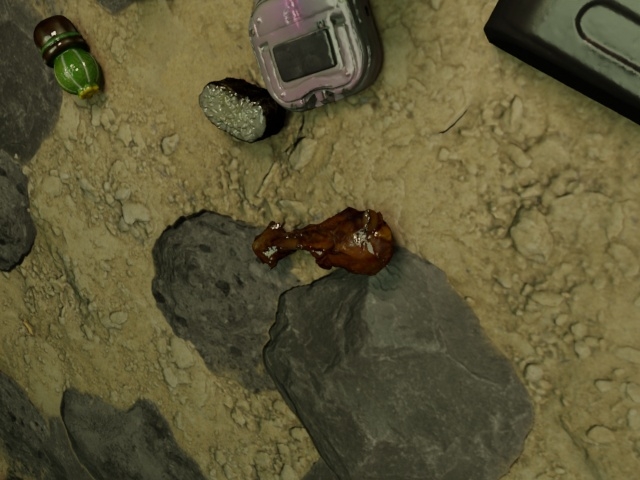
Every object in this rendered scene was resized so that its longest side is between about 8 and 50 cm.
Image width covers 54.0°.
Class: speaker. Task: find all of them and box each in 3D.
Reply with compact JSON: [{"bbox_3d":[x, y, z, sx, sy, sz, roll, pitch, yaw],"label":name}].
[{"bbox_3d":[0.366,-0.217,0.700,0.388,0.184,0.180,36,123,17],"label":"speaker"}]

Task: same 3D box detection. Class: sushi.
[{"bbox_3d":[-0.134,-0.225,1.079,0.150,0.078,0.090,25,126,22],"label":"sushi"}]

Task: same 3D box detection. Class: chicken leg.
[{"bbox_3d":[0.000,0.000,1.083,0.304,0.093,0.113,0,90,41],"label":"chicken leg"}]

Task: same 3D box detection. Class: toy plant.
[{"bbox_3d":[-0.500,-0.359,1.253,0.093,0.093,0.162,-28,91,36],"label":"toy plant"}]

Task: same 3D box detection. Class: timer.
[{"bbox_3d":[-0.014,-0.307,0.979,0.208,0.069,0.190,-12,104,34],"label":"timer"}]
